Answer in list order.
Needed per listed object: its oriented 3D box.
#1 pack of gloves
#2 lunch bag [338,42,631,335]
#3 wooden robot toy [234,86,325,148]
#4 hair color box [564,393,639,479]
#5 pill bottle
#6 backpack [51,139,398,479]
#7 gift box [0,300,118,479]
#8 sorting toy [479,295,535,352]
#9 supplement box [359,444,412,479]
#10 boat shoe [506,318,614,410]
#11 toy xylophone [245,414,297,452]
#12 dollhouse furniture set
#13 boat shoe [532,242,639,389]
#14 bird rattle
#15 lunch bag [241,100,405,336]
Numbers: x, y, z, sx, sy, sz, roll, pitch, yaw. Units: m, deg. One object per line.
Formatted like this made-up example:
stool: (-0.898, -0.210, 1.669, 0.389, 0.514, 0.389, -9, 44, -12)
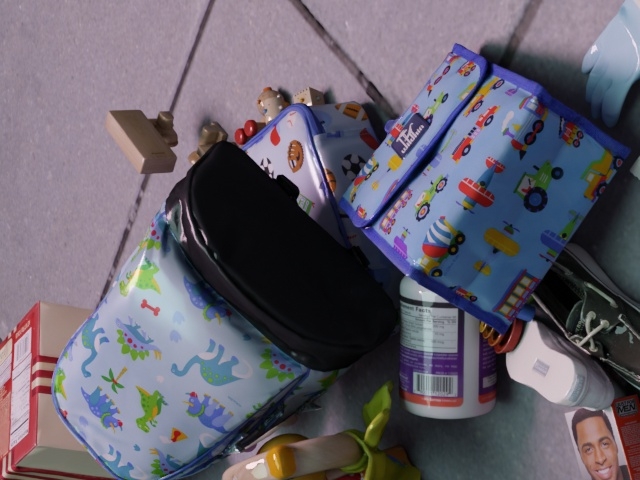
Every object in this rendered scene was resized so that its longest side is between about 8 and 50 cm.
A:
pack of gloves: (0.309, -0.149, 1.466, 0.195, 0.046, 0.232, 60, 150, 28)
lunch bag: (0.143, -0.075, 1.622, 0.221, 0.138, 0.293, -56, 29, 6)
wooden robot toy: (-0.065, -0.163, 1.988, 0.173, 0.076, 0.079, -36, 56, 49)
hair color box: (0.300, 0.232, 1.581, 0.072, 0.043, 0.141, -28, 72, 53)
pill bottle: (0.139, 0.089, 1.718, 0.108, 0.108, 0.193, 12, 105, 52)
backpack: (-0.137, 0.116, 1.767, 0.290, 0.273, 0.355, 46, 140, -1)
gift box: (-0.316, 0.223, 2.240, 0.255, 0.258, 0.276, -36, 47, 52)
sorting toy: (0.197, 0.068, 1.657, 0.061, 0.042, 0.102, -168, 99, -78)
supplement box: (0.038, 0.349, 1.923, 0.078, 0.080, 0.233, 58, 134, 28)
boat shoe: (0.246, 0.128, 1.613, 0.066, 0.063, 0.184, -68, 17, 2)
toy xylophone: (-0.105, 0.111, 1.971, 0.236, 0.081, 0.322, -135, 30, -77)
dollhouse furniture set: (-0.202, -0.087, 2.113, 0.144, 0.151, 0.123, 50, 133, 39)
boat shoe: (0.276, 0.084, 1.566, 0.219, 0.070, 0.077, 46, 130, 39)
bird rattle: (-0.015, 0.243, 1.749, 0.253, 0.207, 0.143, -20, 76, 52)
lunch bag: (0.000, 0.000, 1.891, 0.243, 0.115, 0.303, -33, 68, 53)
